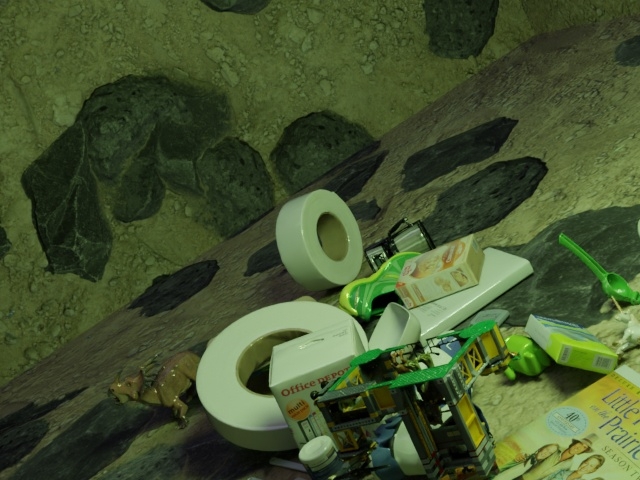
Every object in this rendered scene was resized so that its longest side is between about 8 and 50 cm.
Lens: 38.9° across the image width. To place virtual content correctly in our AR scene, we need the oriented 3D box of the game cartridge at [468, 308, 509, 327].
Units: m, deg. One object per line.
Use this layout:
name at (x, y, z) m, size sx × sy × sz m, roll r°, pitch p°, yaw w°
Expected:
game cartridge at (0.361, 0.168, 1.931) m, size 0.056 × 0.017 × 0.083 m, roll -44°, pitch 21°, yaw -31°

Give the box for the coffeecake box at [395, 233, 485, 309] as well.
coffeecake box at (0.281, 0.073, 2.121) m, size 0.185 × 0.068 × 0.142 m, roll -23°, pitch 18°, yaw 26°

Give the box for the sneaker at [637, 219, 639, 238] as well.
sneaker at (0.729, -0.039, 1.674) m, size 0.145 × 0.147 × 0.384 m, roll -36°, pitch 15°, yaw -15°

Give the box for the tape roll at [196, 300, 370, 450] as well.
tape roll at (-0.076, 0.285, 1.970) m, size 0.392 × 0.072 × 0.392 m, roll -9°, pitch 37°, yaw 7°

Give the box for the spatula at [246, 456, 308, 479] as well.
spatula at (-0.046, 0.447, 1.786) m, size 0.168 × 0.019 × 0.242 m, roll -41°, pitch 19°, yaw -31°

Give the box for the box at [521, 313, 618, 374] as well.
box at (0.438, 0.180, 1.603) m, size 0.109 × 0.042 × 0.178 m, roll 13°, pitch 12°, yaw -10°

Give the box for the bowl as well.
bowl at (0.166, 0.217, 1.986) m, size 0.142 × 0.053 × 0.142 m, roll -63°, pitch 18°, yaw 1°

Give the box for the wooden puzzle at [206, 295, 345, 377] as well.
wooden puzzle at (-0.110, 0.252, 2.258) m, size 0.322 × 0.080 × 0.348 m, roll -25°, pitch 10°, yaw -12°

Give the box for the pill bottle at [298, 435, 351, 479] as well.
pill bottle at (0.018, 0.410, 1.597) m, size 0.067 × 0.120 × 0.067 m, roll -28°, pitch 16°, yaw 8°

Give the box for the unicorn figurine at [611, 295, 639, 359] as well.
unicorn figurine at (0.550, 0.160, 1.559) m, size 0.111 × 0.060 × 0.162 m, roll -30°, pitch 27°, yaw -36°

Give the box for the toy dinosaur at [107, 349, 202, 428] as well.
toy dinosaur at (-0.386, 0.353, 2.348) m, size 0.127 × 0.200 × 0.296 m, roll -16°, pitch 21°, yaw 42°

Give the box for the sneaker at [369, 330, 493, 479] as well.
sneaker at (0.233, 0.302, 1.582) m, size 0.182 × 0.127 × 0.315 m, roll -9°, pitch 33°, yaw 44°

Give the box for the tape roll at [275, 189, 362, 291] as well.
tape roll at (0.000, 0.000, 2.599) m, size 0.100 × 0.286 × 0.286 m, roll -19°, pitch 19°, yaw 36°

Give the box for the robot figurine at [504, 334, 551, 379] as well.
robot figurine at (0.375, 0.211, 1.675) m, size 0.101 × 0.067 × 0.115 m, roll -34°, pitch 16°, yaw -17°

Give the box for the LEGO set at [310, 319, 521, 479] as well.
LEGO set at (0.165, 0.277, 1.427) m, size 0.331 × 0.192 × 0.255 m, roll -20°, pitch 8°, yaw 26°

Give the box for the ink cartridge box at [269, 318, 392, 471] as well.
ink cartridge box at (0.025, 0.300, 1.690) m, size 0.171 × 0.233 × 0.168 m, roll -22°, pitch 17°, yaw 6°

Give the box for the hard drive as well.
hard drive at (0.317, 0.126, 2.092) m, size 0.307 × 0.040 × 0.203 m, roll -33°, pitch 16°, yaw -10°

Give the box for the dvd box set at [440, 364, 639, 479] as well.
dvd box set at (0.346, 0.355, 1.291) m, size 0.420 × 0.062 × 0.307 m, roll -31°, pitch 16°, yaw -2°

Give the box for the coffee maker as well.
coffee maker at (0.219, 0.036, 2.441) m, size 0.178 × 0.120 × 0.171 m, roll -29°, pitch -29°, yaw 8°

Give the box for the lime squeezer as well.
lime squeezer at (0.596, 0.068, 1.685) m, size 0.310 × 0.110 × 0.059 m, roll 14°, pitch 18°, yaw 24°

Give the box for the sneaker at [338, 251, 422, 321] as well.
sneaker at (0.175, 0.128, 2.275) m, size 0.123 × 0.109 × 0.295 m, roll 33°, pitch 47°, yaw 32°
